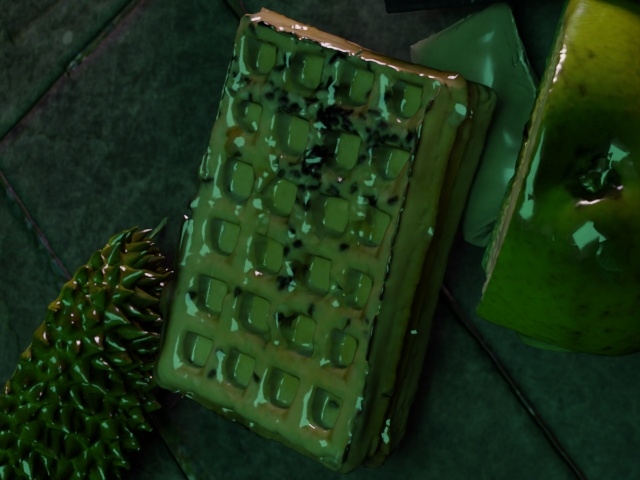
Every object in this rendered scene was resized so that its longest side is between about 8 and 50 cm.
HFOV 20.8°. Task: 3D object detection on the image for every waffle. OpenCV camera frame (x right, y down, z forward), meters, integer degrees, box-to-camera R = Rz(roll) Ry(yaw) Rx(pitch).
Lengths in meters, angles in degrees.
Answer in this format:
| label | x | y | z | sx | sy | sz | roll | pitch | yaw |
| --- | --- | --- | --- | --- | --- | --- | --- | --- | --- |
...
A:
| label | x | y | z | sx | sy | sz | roll | pitch | yaw |
| --- | --- | --- | --- | --- | --- | --- | --- | --- | --- |
| waffle | 0.000 | 0.000 | 1.597 | 0.261 | 0.114 | 0.376 | 24 | 104 | 37 |

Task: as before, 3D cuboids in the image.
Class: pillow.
| label | x | y | z | sx | sy | sz | roll | pitch | yaw |
| --- | --- | --- | --- | --- | --- | --- | --- | --- | --- |
| pillow | 0.153 | -0.107 | 1.586 | 0.119 | 0.053 | 0.208 | -25 | 72 | 25 |

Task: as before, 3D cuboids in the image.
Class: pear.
| label | x | y | z | sx | sy | sz | roll | pitch | yaw |
| --- | --- | --- | --- | --- | --- | --- | --- | --- | --- |
| pear | 0.237 | -0.036 | 1.381 | 0.176 | 0.282 | 0.286 | 16 | 104 | 5 |

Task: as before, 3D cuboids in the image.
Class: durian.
| label | x | y | z | sx | sy | sz | roll | pitch | yaw |
| --- | --- | --- | --- | --- | --- | --- | --- | --- | --- |
| durian | -0.253 | 0.142 | 1.722 | 0.355 | 0.157 | 0.169 | -60 | 30 | 12 |

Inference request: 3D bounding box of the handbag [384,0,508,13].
| label | x | y | z | sx | sy | sz | roll | pitch | yaw |
| --- | --- | --- | --- | --- | --- | --- | --- | --- | --- |
| handbag | 0.175 | -0.363 | 1.544 | 0.329 | 0.122 | 0.303 | -3 | 75 | 33 |
